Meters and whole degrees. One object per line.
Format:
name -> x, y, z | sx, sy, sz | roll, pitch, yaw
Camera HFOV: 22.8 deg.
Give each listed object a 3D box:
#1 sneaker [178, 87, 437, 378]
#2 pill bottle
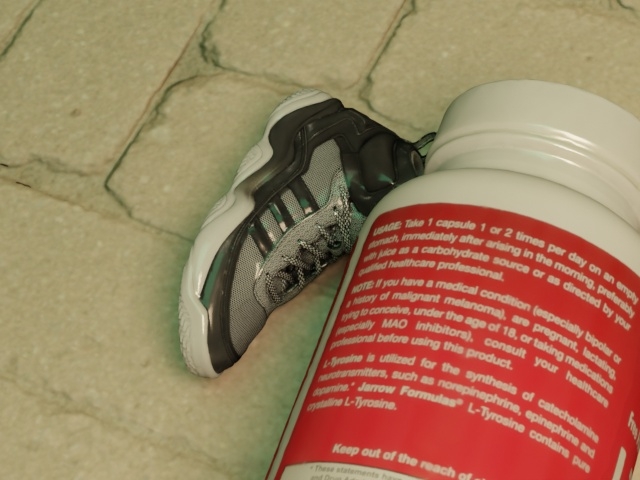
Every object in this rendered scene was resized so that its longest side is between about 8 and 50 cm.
sneaker -> 0.000, 0.000, 1.235 | 0.153, 0.101, 0.268 | 14, 59, 22
pill bottle -> 0.106, 0.102, 1.073 | 0.229, 0.229, 0.407 | 12, 62, 18
